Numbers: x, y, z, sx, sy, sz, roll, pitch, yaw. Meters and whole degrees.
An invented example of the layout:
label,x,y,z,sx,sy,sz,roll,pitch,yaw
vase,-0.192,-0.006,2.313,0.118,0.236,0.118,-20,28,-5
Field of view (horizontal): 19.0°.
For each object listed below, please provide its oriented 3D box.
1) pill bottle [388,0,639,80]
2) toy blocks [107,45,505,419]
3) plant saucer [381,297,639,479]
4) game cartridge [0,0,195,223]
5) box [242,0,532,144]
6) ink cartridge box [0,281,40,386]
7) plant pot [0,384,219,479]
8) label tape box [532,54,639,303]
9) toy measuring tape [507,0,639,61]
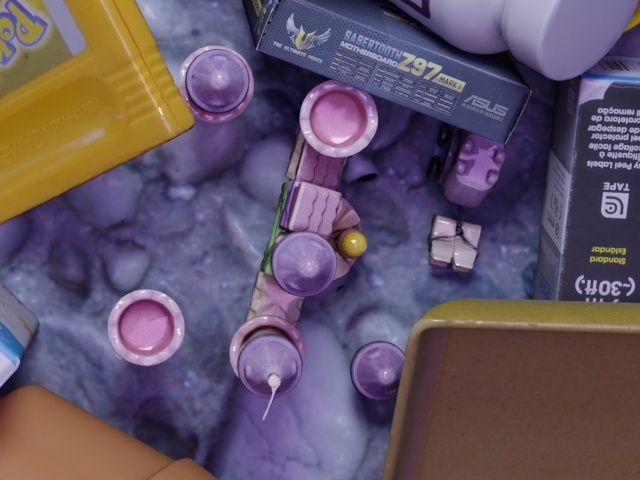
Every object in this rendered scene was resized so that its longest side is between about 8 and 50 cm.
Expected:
label,x,y,z,sx,sy,sz,roll,pitch,yaw
pill bottle,0.115,-0.259,1.582,0.301,0.169,0.169,39,89,30
toy blocks,0.000,0.000,1.619,0.309,0.260,0.288,15,91,-6
plant saucer,0.219,0.161,1.676,0.333,0.081,0.332,2,134,-6
game cartridge,-0.284,-0.185,1.601,0.285,0.053,0.323,-24,95,36
box,0.051,-0.173,1.634,0.233,0.183,0.059,19,110,-14
ink cartridge box,-0.374,0.085,1.581,0.198,0.270,0.197,44,90,-6
plant pot,-0.237,0.262,1.618,0.203,0.291,0.291,41,89,10
label tape box,0.319,0.011,1.688,0.241,0.106,0.333,2,108,-6
toy measuring tape,0.289,-0.273,1.711,0.330,0.121,0.121,-37,96,-11
